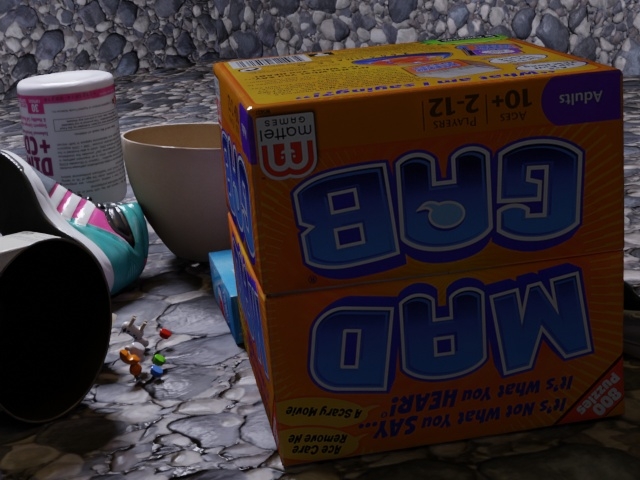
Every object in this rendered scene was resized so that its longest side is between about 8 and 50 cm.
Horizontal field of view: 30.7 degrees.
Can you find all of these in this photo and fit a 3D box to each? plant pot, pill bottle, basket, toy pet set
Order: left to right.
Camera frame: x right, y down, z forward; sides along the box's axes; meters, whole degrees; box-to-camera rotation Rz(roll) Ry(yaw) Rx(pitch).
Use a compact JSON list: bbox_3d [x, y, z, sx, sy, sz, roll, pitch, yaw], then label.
[{"bbox_3d":[-0.366,0.098,1.365,0.154,0.204,0.227,14,-9,-37],"label":"basket"},{"bbox_3d":[-0.413,-0.136,1.970,0.160,0.283,0.160,-4,16,1],"label":"pill bottle"},{"bbox_3d":[-0.251,0.136,1.423,0.114,0.065,0.122,29,16,-10],"label":"toy pet set"},{"bbox_3d":[-0.166,-0.073,1.826,0.284,0.191,0.284,1,13,0],"label":"plant pot"}]

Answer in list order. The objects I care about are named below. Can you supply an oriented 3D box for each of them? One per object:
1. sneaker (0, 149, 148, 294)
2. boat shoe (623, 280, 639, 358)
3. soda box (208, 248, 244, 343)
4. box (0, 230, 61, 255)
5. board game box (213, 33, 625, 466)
[{"bbox_3d":[-0.364,-0.034,1.755,0.295,0.124,0.178,46,27,18],"label":"sneaker"},{"bbox_3d":[0.346,0.081,1.358,0.079,0.081,0.227,-17,20,-36],"label":"boat shoe"},{"bbox_3d":[-0.098,0.069,1.556,0.071,0.067,0.210,-8,16,-11],"label":"soda box"},{"bbox_3d":[-0.478,0.069,1.568,0.094,0.113,0.275,10,17,41],"label":"box"},{"bbox_3d":[0.091,-0.015,1.267,0.357,0.356,0.356,-7,16,-8],"label":"board game box"}]
